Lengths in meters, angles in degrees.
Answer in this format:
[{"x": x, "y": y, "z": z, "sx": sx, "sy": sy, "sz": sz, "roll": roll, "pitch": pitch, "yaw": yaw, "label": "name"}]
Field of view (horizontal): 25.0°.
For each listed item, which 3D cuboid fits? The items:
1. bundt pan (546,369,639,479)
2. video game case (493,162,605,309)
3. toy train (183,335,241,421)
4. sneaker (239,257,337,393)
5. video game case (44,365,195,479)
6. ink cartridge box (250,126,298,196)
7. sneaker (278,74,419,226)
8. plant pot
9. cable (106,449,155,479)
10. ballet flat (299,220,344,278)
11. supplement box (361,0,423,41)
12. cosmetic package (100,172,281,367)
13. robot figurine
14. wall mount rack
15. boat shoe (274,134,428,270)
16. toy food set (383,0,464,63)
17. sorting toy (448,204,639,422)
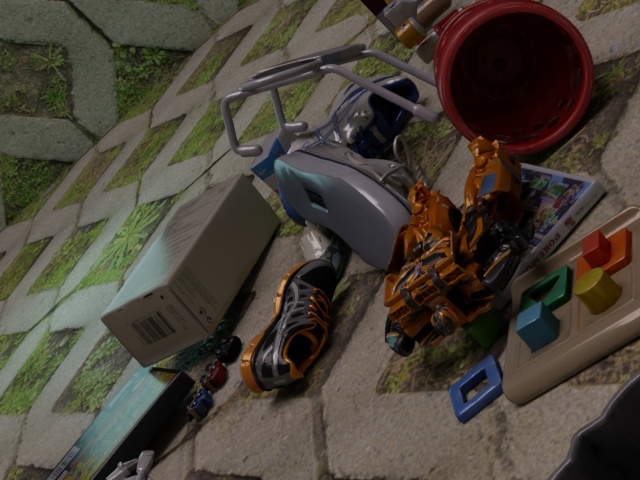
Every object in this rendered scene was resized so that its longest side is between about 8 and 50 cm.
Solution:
[{"x": 0.295, "y": 0.201, "z": 0.967, "sx": 0.331, "sy": 0.124, "sz": 0.331, "roll": -40, "pitch": 20, "yaw": 18, "label": "bundt pan"}, {"x": 0.222, "y": -0.009, "z": 1.684, "sx": 0.183, "sy": 0.023, "sz": 0.201, "roll": -48, "pitch": 19, "yaw": -5, "label": "video game case"}, {"x": -0.149, "y": 0.194, "z": 2.034, "sx": 0.036, "sy": 0.027, "sz": 0.158, "roll": -14, "pitch": 35, "yaw": 38, "label": "toy train"}, {"x": -0.022, "y": 0.111, "z": 1.875, "sx": 0.083, "sy": 0.084, "sz": 0.215, "roll": -7, "pitch": 45, "yaw": 41, "label": "sneaker"}, {"x": -0.309, "y": 0.299, "z": 2.101, "sx": 0.275, "sy": 0.035, "sz": 0.248, "roll": -51, "pitch": 14, "yaw": -16, "label": "video game case"}, {"x": -0.041, "y": -0.109, "z": 2.267, "sx": 0.052, "sy": 0.122, "sz": 0.088, "roll": -35, "pitch": 21, "yaw": 39, "label": "ink cartridge box"}, {"x": 0.044, "y": -0.150, "z": 2.195, "sx": 0.131, "sy": 0.112, "sz": 0.296, "roll": -10, "pitch": 42, "yaw": 51, "label": "sneaker"}, {"x": 0.237, "y": -0.218, "z": 1.825, "sx": 0.191, "sy": 0.191, "sz": 0.174, "roll": -42, "pitch": 13, "yaw": 11, "label": "plant pot"}, {"x": -0.269, "y": 0.407, "z": 1.762, "sx": 0.257, "sy": 0.089, "sz": 0.257, "roll": -43, "pitch": 20, "yaw": 11, "label": "cable"}, {"x": 0.000, "y": 0.000, "z": 2.054, "sx": 0.070, "sy": 0.070, "sz": 0.188, "roll": -37, "pitch": 21, "yaw": 24, "label": "ballet flat"}, {"x": 0.181, "y": -0.481, "z": 2.539, "sx": 0.239, "sy": 0.130, "sz": 0.073, "roll": -43, "pitch": 20, "yaw": 12, "label": "supplement box"}, {"x": -0.197, "y": 0.043, "z": 2.247, "sx": 0.160, "sy": 0.113, "sz": 0.309, "roll": -26, "pitch": 21, "yaw": 36, "label": "cosmetic package"}, {"x": 0.146, "y": 0.007, "z": 1.625, "sx": 0.211, "sy": 0.085, "sz": 0.291, "roll": -38, "pitch": 17, "yaw": 30, "label": "robot figurine"}, {"x": 0.037, "y": -0.209, "z": 2.046, "sx": 0.304, "sy": 0.130, "sz": 0.350, "roll": -12, "pitch": 10, "yaw": 21, "label": "wall mount rack"}, {"x": 0.078, "y": -0.069, "z": 1.945, "sx": 0.156, "sy": 0.136, "sz": 0.367, "roll": -28, "pitch": 22, "yaw": -16, "label": "boat shoe"}, {"x": 0.178, "y": -0.374, "z": 2.359, "sx": 0.104, "sy": 0.111, "sz": 0.232, "roll": -41, "pitch": 17, "yaw": 15, "label": "toy food set"}, {"x": 0.254, "y": 0.053, "z": 1.455, "sx": 0.348, "sy": 0.047, "sz": 0.196, "roll": -35, "pitch": 22, "yaw": 27, "label": "sorting toy"}]
